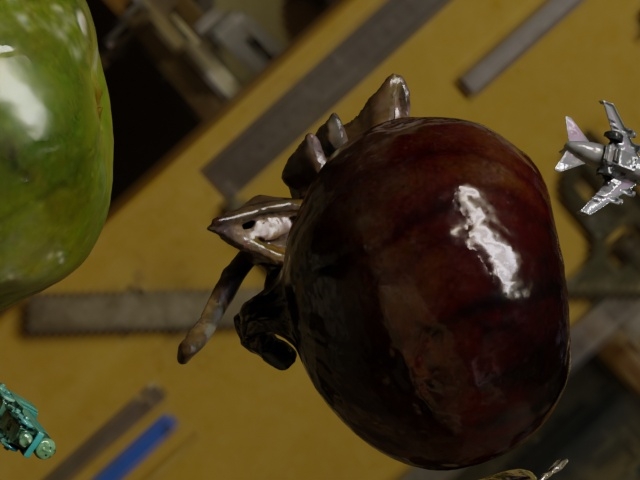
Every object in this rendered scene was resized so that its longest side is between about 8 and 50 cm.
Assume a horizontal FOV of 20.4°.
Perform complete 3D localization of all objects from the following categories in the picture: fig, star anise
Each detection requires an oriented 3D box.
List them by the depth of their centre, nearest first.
[{"bbox_3d":[-0.272,-0.050,1.133,0.233,0.314,0.233,46,34,-44],"label":"fig"},{"bbox_3d":[0.067,0.036,1.180,0.214,0.235,0.235,6,19,-19],"label":"fig"},{"bbox_3d":[0.002,0.001,1.681,0.109,0.350,0.292,10,-21,48],"label":"star anise"}]

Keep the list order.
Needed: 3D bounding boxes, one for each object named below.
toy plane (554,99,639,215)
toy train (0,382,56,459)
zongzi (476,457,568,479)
[{"bbox_3d":[0.393,-0.102,2.354,0.171,0.162,0.065,16,-16,-8],"label":"toy plane"},{"bbox_3d":[-0.211,0.128,1.239,0.045,0.029,0.092,34,0,-30],"label":"toy train"},{"bbox_3d":[0.172,0.254,1.372,0.189,0.081,0.178,-4,42,-50],"label":"zongzi"}]
